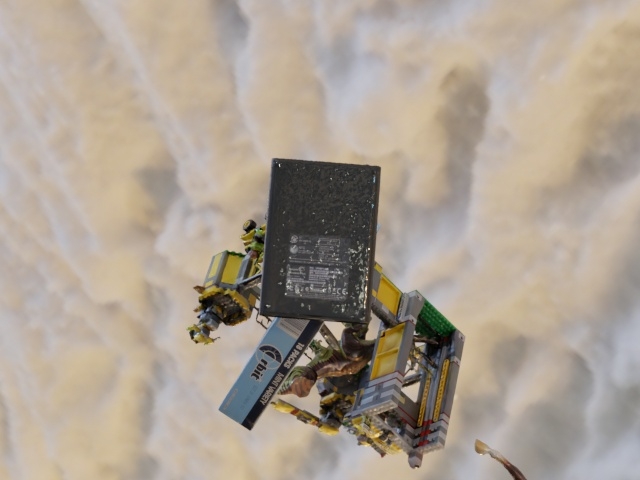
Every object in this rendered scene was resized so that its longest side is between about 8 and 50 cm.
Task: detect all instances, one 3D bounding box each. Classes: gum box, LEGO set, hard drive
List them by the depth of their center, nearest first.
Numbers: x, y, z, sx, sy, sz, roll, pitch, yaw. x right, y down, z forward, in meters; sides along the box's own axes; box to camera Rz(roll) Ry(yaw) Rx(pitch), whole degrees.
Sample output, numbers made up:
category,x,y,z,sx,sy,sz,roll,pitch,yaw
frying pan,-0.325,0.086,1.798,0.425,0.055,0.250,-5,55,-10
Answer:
category,x,y,z,sx,sy,sz,roll,pitch,yaw
hard drive,0.000,0.000,1.230,0.094,0.135,0.022,5,172,0
gum box,-0.018,0.071,1.382,0.041,0.184,0.157,33,124,1
LEGO set,0.003,0.142,1.644,0.255,0.192,0.331,-16,129,32

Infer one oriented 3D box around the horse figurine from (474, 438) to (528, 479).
category,x,y,z,sx,sy,sz,roll,pitch,yaw
horse figurine,0.185,0.322,1.443,0.174,0.066,0.263,29,115,9
